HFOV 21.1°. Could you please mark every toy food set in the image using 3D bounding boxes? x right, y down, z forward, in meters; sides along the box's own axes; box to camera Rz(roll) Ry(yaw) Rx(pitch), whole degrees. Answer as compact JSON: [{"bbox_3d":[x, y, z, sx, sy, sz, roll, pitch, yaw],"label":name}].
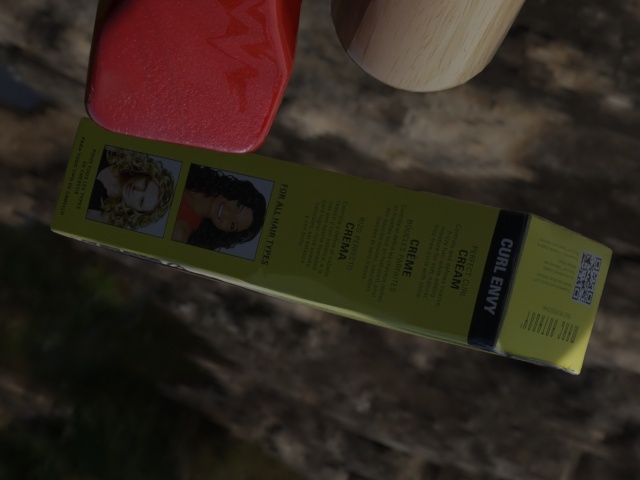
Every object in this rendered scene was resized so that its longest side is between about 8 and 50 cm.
[{"bbox_3d":[-0.029,-0.092,0.333,0.232,0.111,0.104,12,155,-7],"label":"toy food set"}]

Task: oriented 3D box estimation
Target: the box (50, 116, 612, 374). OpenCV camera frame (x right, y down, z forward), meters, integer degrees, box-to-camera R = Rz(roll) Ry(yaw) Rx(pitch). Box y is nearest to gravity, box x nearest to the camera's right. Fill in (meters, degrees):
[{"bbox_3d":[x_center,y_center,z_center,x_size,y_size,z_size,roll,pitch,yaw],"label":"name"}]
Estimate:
[{"bbox_3d":[0.000,0.000,0.737,0.232,0.058,0.087,13,177,34],"label":"box"}]
